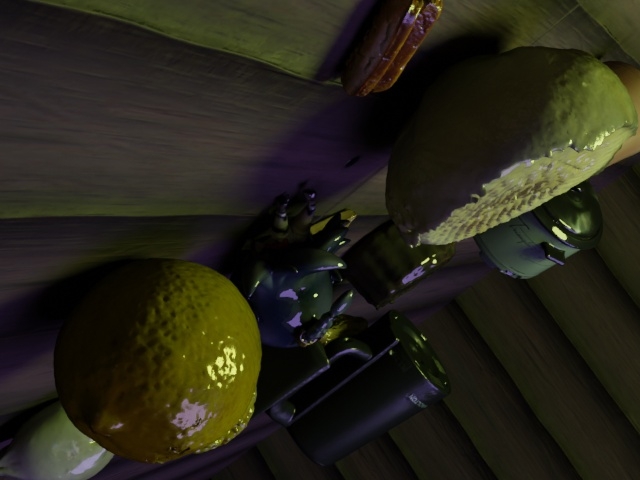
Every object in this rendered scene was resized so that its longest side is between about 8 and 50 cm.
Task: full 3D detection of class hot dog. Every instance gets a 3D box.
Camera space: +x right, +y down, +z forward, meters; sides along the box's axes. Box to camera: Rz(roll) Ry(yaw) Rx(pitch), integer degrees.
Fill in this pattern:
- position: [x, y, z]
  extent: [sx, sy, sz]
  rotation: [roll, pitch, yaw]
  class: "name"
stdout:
- position: [0.073, -0.209, 1.092]
  extent: [0.071, 0.045, 0.165]
  rotation: [-27, 165, -34]
  class: "hot dog"

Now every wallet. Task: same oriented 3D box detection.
- position: [-0.110, 0.235, 1.964]
  extent: [0.245, 0.168, 0.052]
  rotation: [-35, 158, 13]
  class: "wallet"

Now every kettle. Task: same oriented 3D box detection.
- position: [0.075, 0.306, 2.048]
  extent: [0.308, 0.203, 0.262]
  rotation: [-37, 168, 14]
  class: "kettle"

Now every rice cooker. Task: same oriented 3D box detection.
- position: [0.438, -0.060, 2.062]
  extent: [0.241, 0.280, 0.227]
  rotation: [26, 137, -27]
  class: "rice cooker"

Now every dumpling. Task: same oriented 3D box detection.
- position: [-0.419, 0.323, 1.655]
  extent: [0.252, 0.131, 0.179]
  rotation: [-23, -171, -9]
  class: "dumpling"

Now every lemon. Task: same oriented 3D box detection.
- position: [-0.197, 0.145, 1.261]
  extent: [0.267, 0.267, 0.267]
  rotation: [-32, 167, -9]
  class: "lemon"

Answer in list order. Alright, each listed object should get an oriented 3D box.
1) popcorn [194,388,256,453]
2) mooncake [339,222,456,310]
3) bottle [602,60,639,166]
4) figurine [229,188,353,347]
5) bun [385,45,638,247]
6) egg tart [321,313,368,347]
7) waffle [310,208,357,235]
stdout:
- position: [-0.214, 0.291, 1.884]
  extent: [0.198, 0.197, 0.155]
  rotation: [-30, 165, -18]
  class: "popcorn"
- position: [0.160, 0.039, 2.013]
  extent: [0.228, 0.124, 0.228]
  rotation: [-33, 168, -8]
  class: "mooncake"
- position: [0.413, -0.186, 1.750]
  extent: [0.297, 0.173, 0.206]
  rotation: [-26, -161, -32]
  class: "bottle"
- position: [-0.045, 0.053, 1.502]
  extent: [0.175, 0.197, 0.265]
  rotation: [5, 163, -5]
  class: "figurine"
- position: [0.232, -0.140, 1.381]
  extent: [0.364, 0.202, 0.364]
  rotation: [-26, 169, -5]
  class: "bun"
- position: [-0.061, 0.234, 2.148]
  extent: [0.345, 0.132, 0.345]
  rotation: [-33, 168, -8]
  class: "egg tart"
- position: [0.000, 0.000, 1.708]
  extent: [0.097, 0.023, 0.152]
  rotation: [-26, 165, -25]
  class: "waffle"
